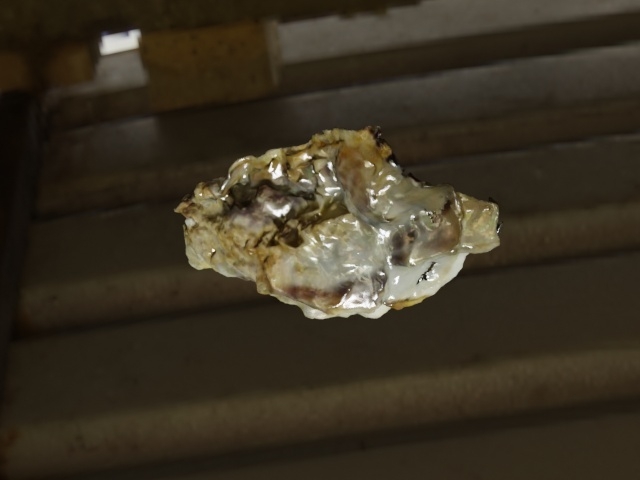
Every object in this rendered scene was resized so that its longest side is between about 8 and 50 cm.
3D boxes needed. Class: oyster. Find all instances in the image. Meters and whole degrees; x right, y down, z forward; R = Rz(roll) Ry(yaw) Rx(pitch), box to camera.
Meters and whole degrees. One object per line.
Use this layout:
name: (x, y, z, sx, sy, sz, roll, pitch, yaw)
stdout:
oyster: (0.000, 0.004, 1.498, 0.355, 0.201, 0.107, -13, -143, 43)
